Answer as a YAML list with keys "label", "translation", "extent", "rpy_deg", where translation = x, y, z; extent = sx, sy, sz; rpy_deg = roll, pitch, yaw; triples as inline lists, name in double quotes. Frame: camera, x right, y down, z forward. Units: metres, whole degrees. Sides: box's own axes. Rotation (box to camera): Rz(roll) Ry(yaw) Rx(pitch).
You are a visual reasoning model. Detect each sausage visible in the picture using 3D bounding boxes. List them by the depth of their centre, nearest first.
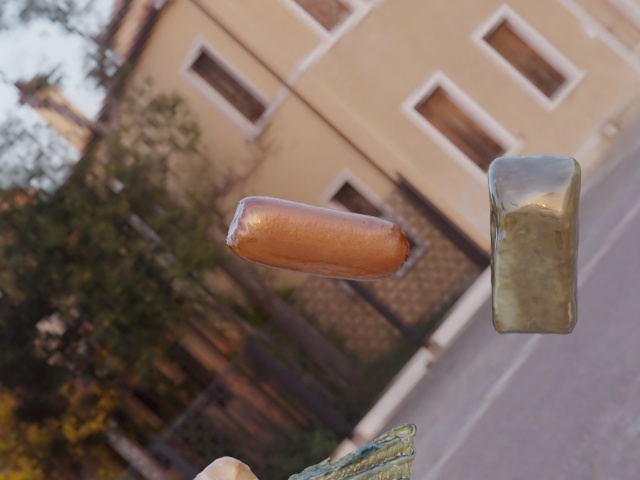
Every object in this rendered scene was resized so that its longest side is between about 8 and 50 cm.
- label: "sausage"
  translation: [0.000, 0.000, 1.579]
  extent: [0.076, 0.198, 0.076]
  rpy_deg: [-171, 90, -75]

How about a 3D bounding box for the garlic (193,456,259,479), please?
- label: "garlic"
  translation: [-0.125, 0.417, 1.880]
  extent: [0.217, 0.228, 0.110]
  rpy_deg: [-36, -3, -40]

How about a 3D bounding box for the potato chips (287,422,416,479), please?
- label: "potato chips"
  translation: [0.029, 0.261, 1.536]
  extent: [0.208, 0.092, 0.028]
  rpy_deg: [-22, -34, -23]

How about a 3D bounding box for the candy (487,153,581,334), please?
- label: "candy"
  translation: [0.245, 0.009, 1.709]
  extent: [0.102, 0.104, 0.234]
  rpy_deg: [-81, -12, -45]
